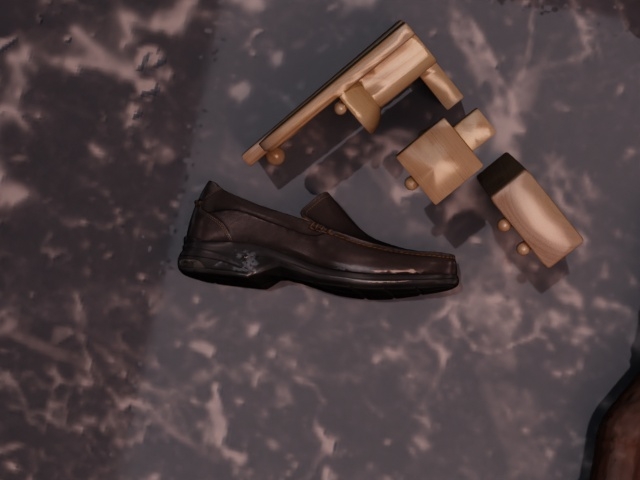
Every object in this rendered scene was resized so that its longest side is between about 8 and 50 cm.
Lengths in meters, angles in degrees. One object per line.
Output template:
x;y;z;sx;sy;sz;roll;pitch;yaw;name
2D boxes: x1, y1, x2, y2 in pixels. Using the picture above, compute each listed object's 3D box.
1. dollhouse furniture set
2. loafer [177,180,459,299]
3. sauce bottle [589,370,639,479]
0.047;-0.029;0.829;0.123;0.144;0.151;-39;95;7;dollhouse furniture set
0.000;0.000;0.861;0.170;0.062;0.061;7;80;7;loafer
0.196;0.162;0.792;0.111;0.111;0.344;8;87;8;sauce bottle
